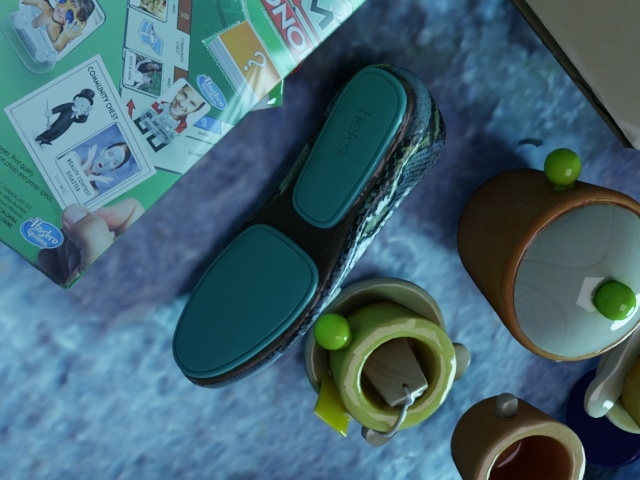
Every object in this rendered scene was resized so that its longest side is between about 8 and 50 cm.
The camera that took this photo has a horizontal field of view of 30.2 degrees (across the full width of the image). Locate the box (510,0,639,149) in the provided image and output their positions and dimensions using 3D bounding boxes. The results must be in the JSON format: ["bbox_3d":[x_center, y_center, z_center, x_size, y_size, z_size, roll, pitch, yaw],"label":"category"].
[{"bbox_3d":[0.170,-0.167,0.543,0.201,0.021,0.164,-40,99,-3],"label":"box"}]

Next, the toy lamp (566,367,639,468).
[{"bbox_3d":[0.298,0.146,0.897,0.275,0.080,0.080,11,115,-39],"label":"toy lamp"}]

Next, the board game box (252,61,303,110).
[{"bbox_3d":[-0.110,-0.096,0.462,0.259,0.039,0.124,-15,130,-29],"label":"board game box"}]

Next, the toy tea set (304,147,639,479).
[{"bbox_3d":[0.159,0.105,0.678,0.336,0.124,0.200,40,93,-27],"label":"toy tea set"}]

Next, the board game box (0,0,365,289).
[{"bbox_3d":[-0.107,-0.140,0.365,0.213,0.046,0.317,-44,138,-1],"label":"board game box"}]

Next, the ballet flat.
[{"bbox_3d":[0.000,0.000,0.592,0.070,0.070,0.188,25,109,-44],"label":"ballet flat"}]
